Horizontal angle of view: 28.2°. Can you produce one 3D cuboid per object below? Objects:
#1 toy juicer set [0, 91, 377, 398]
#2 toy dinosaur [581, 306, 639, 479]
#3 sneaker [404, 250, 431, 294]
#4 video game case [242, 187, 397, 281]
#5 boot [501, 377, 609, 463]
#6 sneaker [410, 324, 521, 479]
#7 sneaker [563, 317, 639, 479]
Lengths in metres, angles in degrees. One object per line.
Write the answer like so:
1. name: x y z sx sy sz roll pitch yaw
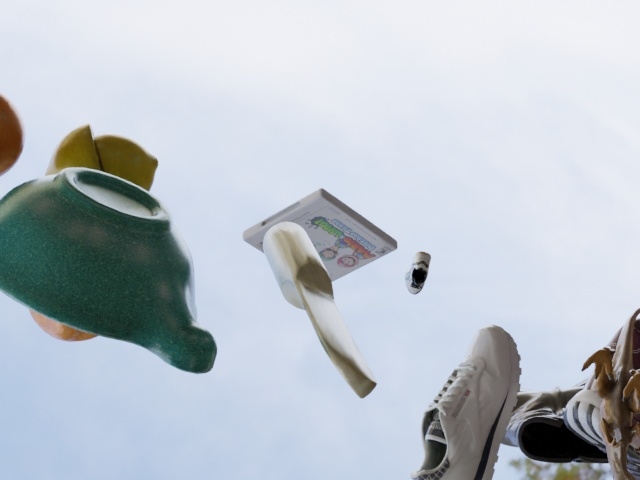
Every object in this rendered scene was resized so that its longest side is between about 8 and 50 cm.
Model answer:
1. toy juicer set: -0.121 0.005 0.729 0.329 0.089 0.209 25 -165 1
2. toy dinosaur: 0.264 0.126 1.126 0.064 0.112 0.212 5 -114 14
3. sneaker: 0.137 0.053 1.822 0.032 0.083 0.037 11 -133 3
4. video game case: 0.000 0.000 1.702 0.157 0.143 0.019 34 -139 -38
5. boot: 0.409 0.274 1.856 0.338 0.118 0.222 -6 -175 -16
6. sneaker: 0.183 0.210 1.608 0.094 0.090 0.235 23 -112 -19
7. sneaker: 0.378 0.175 1.343 0.106 0.163 0.281 14 163 46
